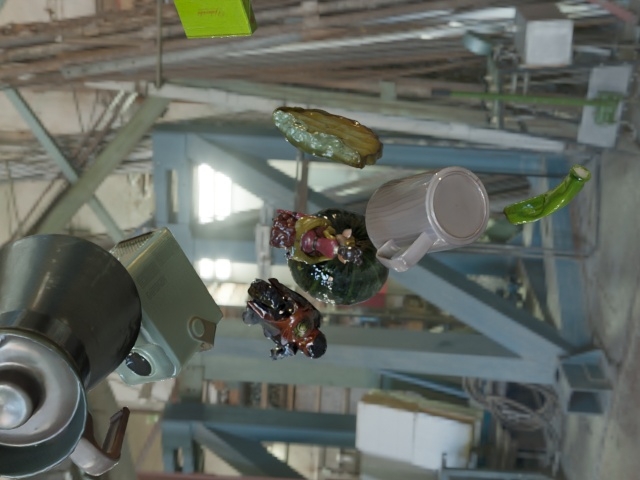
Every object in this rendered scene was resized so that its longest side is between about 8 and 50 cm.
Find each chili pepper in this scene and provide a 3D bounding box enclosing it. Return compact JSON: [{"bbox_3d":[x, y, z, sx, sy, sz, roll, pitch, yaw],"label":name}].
[{"bbox_3d":[0.408,-0.074,1.500,0.202,0.050,0.051,-40,57,56],"label":"chili pepper"}]

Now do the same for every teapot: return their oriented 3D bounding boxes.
[{"bbox_3d":[-0.378,0.166,1.163,0.300,0.253,0.344,50,-171,-17],"label":"teapot"}]

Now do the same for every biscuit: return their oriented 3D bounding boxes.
[{"bbox_3d":[0.035,-0.293,2.428,0.335,0.329,0.078,-120,41,-54],"label":"biscuit"}]

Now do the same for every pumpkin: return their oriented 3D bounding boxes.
[{"bbox_3d":[0.047,0.050,2.382,0.207,0.300,0.300,128,152,-52],"label":"pumpkin"}]

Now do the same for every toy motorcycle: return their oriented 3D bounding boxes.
[{"bbox_3d":[-0.075,0.191,1.863,0.134,0.207,0.401,-50,-5,-16],"label":"toy motorcycle"}]

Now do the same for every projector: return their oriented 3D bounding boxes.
[{"bbox_3d":[-0.295,0.124,1.454,0.242,0.163,0.177,61,-143,-22],"label":"projector"}]

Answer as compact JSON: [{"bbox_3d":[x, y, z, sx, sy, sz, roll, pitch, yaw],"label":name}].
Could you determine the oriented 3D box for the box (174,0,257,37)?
[{"bbox_3d":[-0.277,-0.629,1.943,0.047,0.187,0.335,-63,-33,-43],"label":"box"}]

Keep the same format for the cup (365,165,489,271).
[{"bbox_3d":[0.246,-0.060,2.126,0.273,0.288,0.208,-11,101,60],"label":"cup"}]

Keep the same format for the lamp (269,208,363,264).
[{"bbox_3d":[0.000,0.000,2.029,0.118,0.253,0.118,12,-90,-70],"label":"lamp"}]
